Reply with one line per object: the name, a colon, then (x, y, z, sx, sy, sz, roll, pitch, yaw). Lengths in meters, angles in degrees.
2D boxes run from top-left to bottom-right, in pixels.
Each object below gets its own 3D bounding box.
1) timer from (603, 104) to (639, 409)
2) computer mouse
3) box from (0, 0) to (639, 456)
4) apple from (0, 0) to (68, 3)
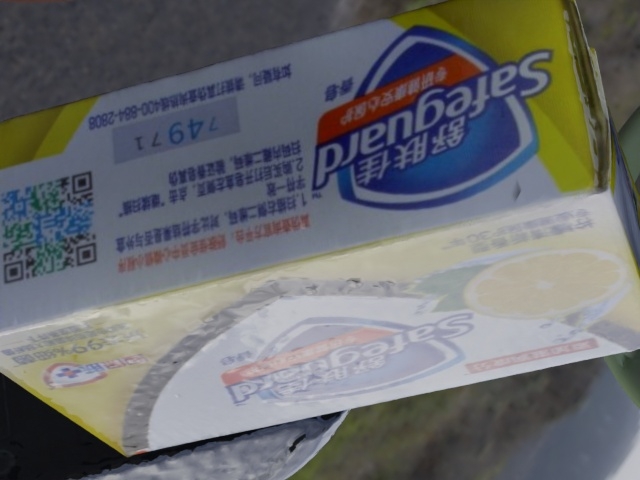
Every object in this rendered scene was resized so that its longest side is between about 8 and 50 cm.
timer: (0.256, 0.009, 0.874, 0.291, 0.290, 0.315, -58, 161, 13)
computer mouse: (-0.104, 0.106, 1.037, 0.269, 0.170, 0.100, -13, 133, -4)
box: (0.000, 0.000, 0.679, 0.168, 0.265, 0.097, 55, 26, -60)
apple: (-0.195, -0.323, 1.103, 0.339, 0.339, 0.339, -53, 170, -14)
